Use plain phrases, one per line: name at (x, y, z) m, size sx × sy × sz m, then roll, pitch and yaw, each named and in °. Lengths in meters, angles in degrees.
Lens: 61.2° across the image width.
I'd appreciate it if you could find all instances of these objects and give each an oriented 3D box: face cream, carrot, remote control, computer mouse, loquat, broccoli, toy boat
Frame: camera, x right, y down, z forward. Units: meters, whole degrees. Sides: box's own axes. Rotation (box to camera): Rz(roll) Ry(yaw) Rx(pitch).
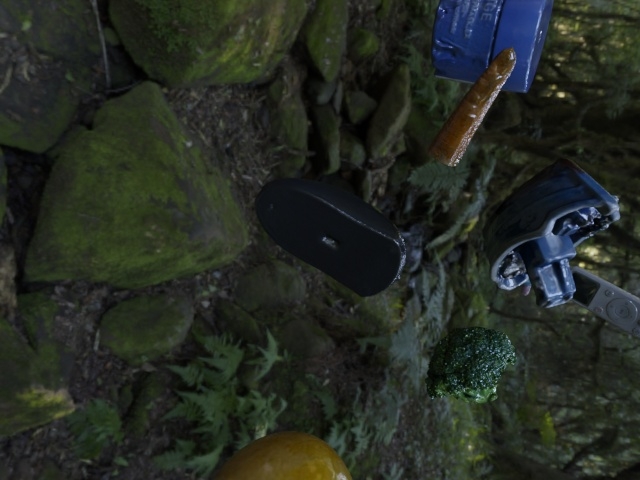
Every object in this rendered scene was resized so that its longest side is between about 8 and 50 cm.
face cream at (0.384, -0.472, 1.222) m, size 0.249 × 0.225 × 0.248 m, roll 14°, pitch 90°, yaw -69°
carrot at (0.253, -0.220, 0.888) m, size 0.209 × 0.061 × 0.061 m, roll -61°, pitch -178°, yaw 34°
remote control at (0.555, 0.134, 0.962) m, size 0.029 × 0.261 × 0.067 m, roll -17°, pitch 133°, yaw -48°
computer mouse at (0.021, -0.018, 0.904) m, size 0.086 × 0.270 × 0.137 m, roll -48°, pitch 167°, yaw -55°
loquat at (-0.065, 0.446, 0.892) m, size 0.263 × 0.263 × 0.262 m, roll 5°, pitch 90°, yaw -77°
broccoli at (0.306, 0.258, 1.110) m, size 0.195 × 0.196 × 0.156 m, roll -32°, pitch 106°, yaw -74°
toy boat at (0.299, 0.008, 0.713) m, size 0.309 × 0.129 × 0.142 m, roll 96°, pitch -21°, yaw -68°

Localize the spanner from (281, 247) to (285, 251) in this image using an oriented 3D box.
spanner at (0.000, 0.000, 1.249) m, size 0.015 × 0.255 × 0.054 m, roll -11°, pitch 98°, yaw -53°

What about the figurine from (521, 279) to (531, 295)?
figurine at (0.402, -0.008, 0.968) m, size 0.260 × 0.103 × 0.205 m, roll 89°, pitch 9°, yaw -70°
